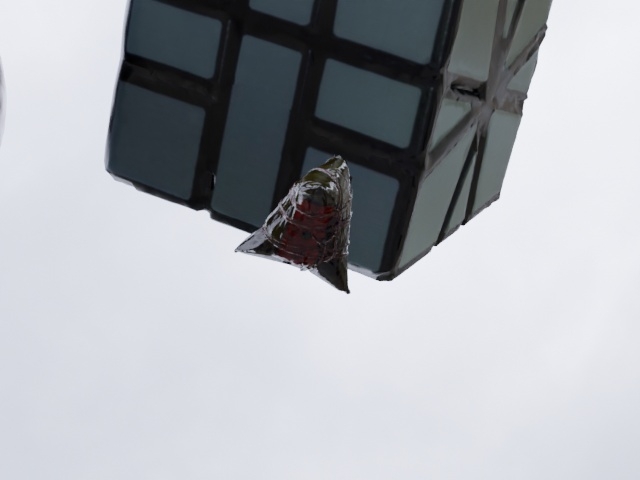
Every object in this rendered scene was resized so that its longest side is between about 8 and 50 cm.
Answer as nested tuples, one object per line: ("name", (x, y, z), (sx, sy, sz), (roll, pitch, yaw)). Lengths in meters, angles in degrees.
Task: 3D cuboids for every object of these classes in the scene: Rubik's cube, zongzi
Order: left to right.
("zongzi", (0.000, 0.000, 0.919), (0.073, 0.067, 0.083), (39, -69, -8))
("Rubik's cube", (0.017, -0.167, 1.238), (0.288, 0.283, 0.293), (-29, -46, -60))

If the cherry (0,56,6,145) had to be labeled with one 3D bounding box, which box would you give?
("cherry", (-0.364, -0.122, 1.165), (0.221, 0.261, 0.307), (-3, -37, -3))
